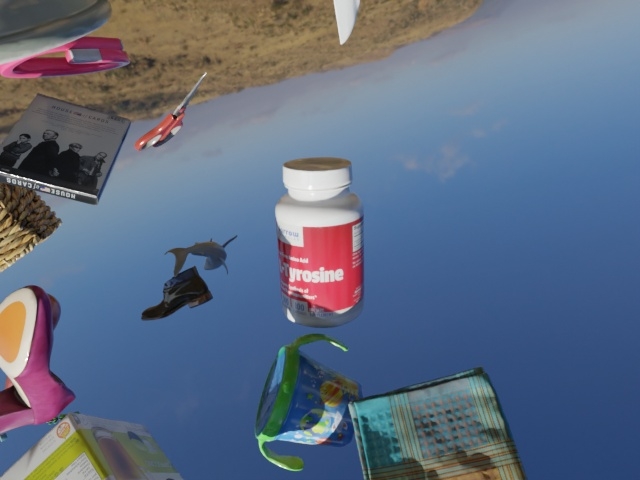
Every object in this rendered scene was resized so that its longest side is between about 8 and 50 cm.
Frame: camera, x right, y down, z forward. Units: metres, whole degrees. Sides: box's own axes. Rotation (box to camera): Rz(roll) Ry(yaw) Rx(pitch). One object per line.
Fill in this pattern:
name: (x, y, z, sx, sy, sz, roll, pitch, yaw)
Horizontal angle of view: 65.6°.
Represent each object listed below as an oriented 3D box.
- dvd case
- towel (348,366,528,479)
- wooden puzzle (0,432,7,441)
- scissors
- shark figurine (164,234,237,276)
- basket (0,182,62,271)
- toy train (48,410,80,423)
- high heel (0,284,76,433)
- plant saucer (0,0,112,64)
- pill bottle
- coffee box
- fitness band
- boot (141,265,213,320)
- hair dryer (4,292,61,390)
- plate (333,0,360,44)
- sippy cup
dvd case: (-0.471, -0.174, 0.917, 0.179, 0.030, 0.239, 14, -137, -16)
towel: (0.213, 0.420, 0.839, 0.271, 0.040, 0.371, -17, -123, 7)
wooden puzzle: (-0.541, 0.299, 0.818, 0.006, 0.083, 0.049, 1, -142, 35)
scissors: (-0.288, -0.268, 1.025, 0.297, 0.021, 0.109, -31, -176, 37)
shark figurine: (-0.322, 0.057, 1.471, 0.166, 0.116, 0.278, -31, 167, 7)
basket: (-0.708, -0.015, 0.952, 0.299, 0.223, 0.213, -35, -159, -2)
toy train: (-0.711, 0.490, 1.375, 0.083, 0.017, 0.023, -7, -171, -24)
high heel: (-0.334, 0.142, 0.610, 0.082, 0.244, 0.117, 36, -154, 24)
plant saucer: (-0.472, -0.292, 0.602, 0.399, 0.101, 0.401, -4, -143, 3)
pill bottle: (0.000, 0.000, 1.293, 0.228, 0.408, 0.229, -2, -160, 1)
coffee box: (-0.483, 0.621, 1.040, 0.338, 0.338, 0.334, -44, -114, -10)
fitness band: (-0.571, -0.410, 1.116, 0.208, 0.054, 0.291, -3, -163, 24)
boot: (-0.420, 0.151, 1.402, 0.219, 0.106, 0.082, -19, -172, 6)
hair dryer: (-0.568, 0.215, 0.977, 0.080, 0.224, 0.293, 9, 152, -23)
plate: (0.037, -0.517, 0.801, 0.045, 0.278, 0.278, -3, 165, 5)
sippy cup: (-0.022, 0.406, 1.245, 0.223, 0.306, 0.240, 19, -142, -10)
